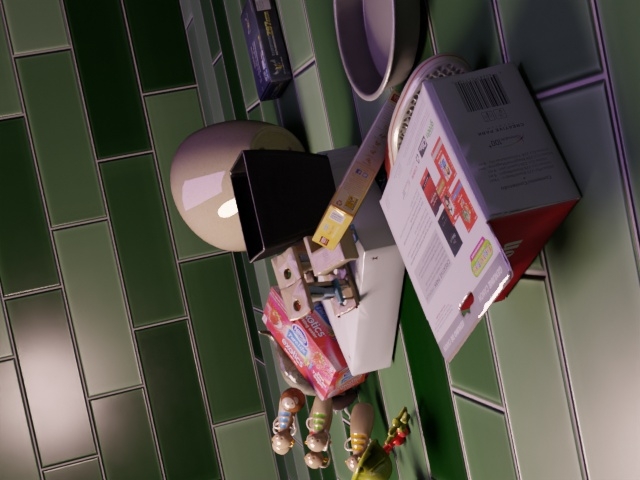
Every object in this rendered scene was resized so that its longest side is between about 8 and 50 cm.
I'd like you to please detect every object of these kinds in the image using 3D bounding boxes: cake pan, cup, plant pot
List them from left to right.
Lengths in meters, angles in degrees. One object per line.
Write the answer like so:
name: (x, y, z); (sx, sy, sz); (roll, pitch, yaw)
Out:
cup: (-0.162, -0.161, 2.337); (0.237, 0.331, 0.331); (-23, 78, 50)
plant pot: (-0.063, -0.074, 1.818); (0.188, 0.167, 0.187); (146, 112, -74)
cake pan: (0.088, -0.372, 1.537); (0.293, 0.054, 0.293); (172, 90, -75)

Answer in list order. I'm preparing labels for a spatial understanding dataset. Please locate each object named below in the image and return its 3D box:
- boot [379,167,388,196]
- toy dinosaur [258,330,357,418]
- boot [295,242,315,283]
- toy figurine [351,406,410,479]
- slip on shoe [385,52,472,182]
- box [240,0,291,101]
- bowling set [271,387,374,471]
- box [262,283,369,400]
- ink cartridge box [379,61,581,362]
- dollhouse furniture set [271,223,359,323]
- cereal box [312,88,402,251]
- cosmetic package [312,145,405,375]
boot: (0.136, -0.078, 1.663); (0.099, 0.045, 0.121); (106, 156, -59)
toy dinosaur: (-0.010, 0.303, 2.245); (0.121, 0.314, 0.160); (13, 77, 64)
boot: (-0.038, 0.063, 2.105); (0.087, 0.042, 0.118); (83, 175, -54)
toy figurine: (0.175, 0.512, 1.933); (0.217, 0.191, 0.362); (42, 156, 17)
slip on shoe: (0.147, -0.167, 1.404); (0.331, 0.123, 0.101); (94, 163, -62)
box: (-0.138, -0.481, 2.383); (0.183, 0.059, 0.232); (150, 108, -77)
bowling set: (-0.041, 0.420, 2.137); (0.287, 0.200, 0.154); (-7, 66, 38)
box: (-0.004, 0.207, 2.128); (0.257, 0.128, 0.122); (51, 142, 28)
ink cartridge box: (0.205, -0.024, 1.252); (0.309, 0.130, 0.271); (106, 147, -63)
dollhouse furniture set: (0.029, 0.056, 1.738); (0.184, 0.129, 0.129); (-32, 69, 43)
cereal box: (0.070, -0.114, 1.592); (0.240, 0.047, 0.173); (-61, -1, -21)
cosmetic package: (0.069, 0.044, 1.931); (0.377, 0.097, 0.284); (93, 162, -46)
